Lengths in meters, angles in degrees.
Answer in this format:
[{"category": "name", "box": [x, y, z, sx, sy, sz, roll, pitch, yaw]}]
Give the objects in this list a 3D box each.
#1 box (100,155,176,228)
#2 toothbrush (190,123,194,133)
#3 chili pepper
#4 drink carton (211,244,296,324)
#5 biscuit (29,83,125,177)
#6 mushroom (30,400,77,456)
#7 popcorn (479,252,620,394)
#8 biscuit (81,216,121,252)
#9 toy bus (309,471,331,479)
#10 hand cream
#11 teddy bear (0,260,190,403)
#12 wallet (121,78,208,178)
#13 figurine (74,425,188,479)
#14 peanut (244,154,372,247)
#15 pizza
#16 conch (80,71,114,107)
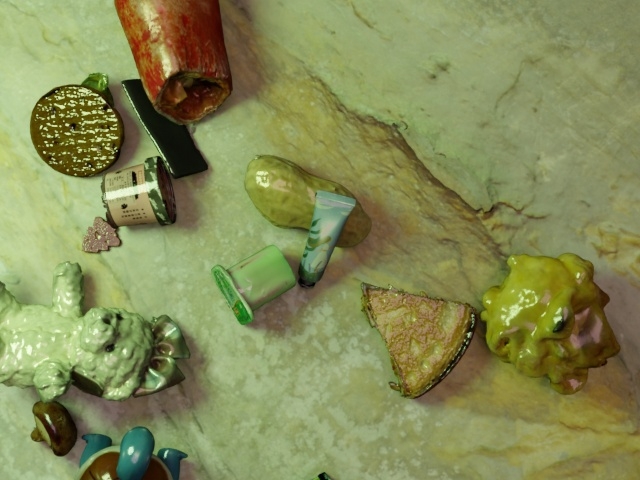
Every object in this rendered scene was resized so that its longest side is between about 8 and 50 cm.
[{"category": "box", "box": [-0.397, -0.098, 1.597, 0.135, 0.151, 0.151, -12, 86, -2]}, {"category": "toothbrush", "box": [-0.288, -0.294, 1.699, 0.006, 0.008, 0.097, 13, 82, -21]}, {"category": "chili pepper", "box": [-0.298, -0.433, 1.588, 0.229, 0.251, 0.305, -20, 85, 5]}, {"category": "drink carton", "box": [-0.142, 0.087, 1.624, 0.142, 0.146, 0.144, -32, 90, -18]}, {"category": "biscuit", "box": [-0.532, -0.238, 1.610, 0.212, 0.036, 0.212, 2, 107, 5]}, {"category": "mushroom", "box": [-0.560, 0.393, 1.538, 0.087, 0.127, 0.127, -31, 90, -27]}, {"category": "popcorn", "box": [0.523, 0.173, 1.656, 0.315, 0.281, 0.297, 29, 99, 9]}, {"category": "biscuit", "box": [-0.491, -0.005, 1.636, 0.092, 0.016, 0.082, -43, 97, -9]}, {"category": "toy bus", "box": [0.015, 0.657, 1.593, 0.150, 0.128, 0.262, -22, 87, -9]}, {"category": "hand cream", "box": [0.000, 0.000, 1.616, 0.088, 0.055, 0.256, 15, 125, -6]}, {"category": "teddy bear", "box": [-0.498, 0.170, 1.478, 0.362, 0.375, 0.327, -9, 45, 10]}, {"category": "wallet", "box": [-0.347, -0.252, 1.638, 0.025, 0.124, 0.244, -29, 89, 31]}, {"category": "figurine", "box": [-0.399, 0.542, 1.518, 0.297, 0.243, 0.416, 14, 103, -16]}, {"category": "peanut", "box": [-0.028, -0.084, 1.657, 0.313, 0.149, 0.149, 22, 82, -10]}, {"category": "pizza", "box": [0.201, 0.232, 1.689, 0.287, 0.074, 0.251, 16, 84, -1]}, {"category": "conch", "box": [-0.502, -0.318, 1.634, 0.089, 0.074, 0.121, 17, 121, -6]}]
